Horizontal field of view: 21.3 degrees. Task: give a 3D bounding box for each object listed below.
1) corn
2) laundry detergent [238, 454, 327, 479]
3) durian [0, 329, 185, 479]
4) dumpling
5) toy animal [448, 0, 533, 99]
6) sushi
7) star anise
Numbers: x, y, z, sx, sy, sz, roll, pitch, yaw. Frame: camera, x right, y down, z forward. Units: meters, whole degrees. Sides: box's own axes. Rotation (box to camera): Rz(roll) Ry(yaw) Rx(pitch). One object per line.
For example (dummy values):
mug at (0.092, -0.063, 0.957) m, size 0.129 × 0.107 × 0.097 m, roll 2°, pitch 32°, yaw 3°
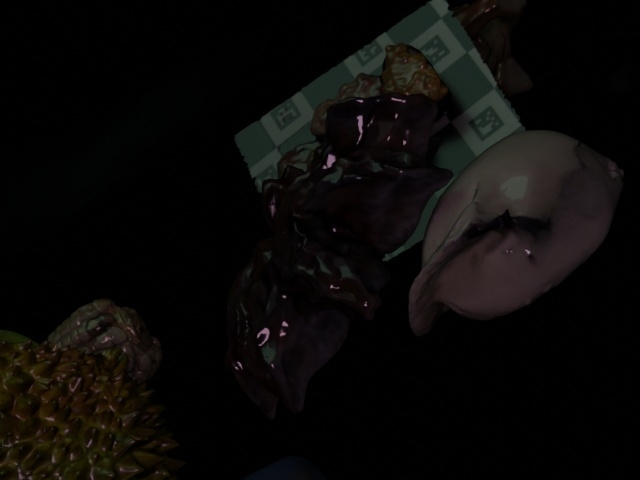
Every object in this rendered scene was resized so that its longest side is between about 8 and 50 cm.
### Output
corn at (-0.230, 0.129, 1.415) m, size 0.211 × 0.087 × 0.087 m, roll -35°, pitch 17°, yaw 9°
laundry detergent at (-0.117, 0.204, 0.797) m, size 0.289 × 0.094 × 0.143 m, roll -21°, pitch -28°, yaw -14°
durian at (-0.188, 0.158, 1.068) m, size 0.200 × 0.177 × 0.237 m, roll 1°, pitch -17°, yaw -15°
dumpling at (0.117, -0.005, 1.113) m, size 0.150 × 0.092 × 0.176 m, roll -38°, pitch 15°, yaw 46°
toy animal at (0.095, -0.123, 1.479) m, size 0.312 × 0.097 × 0.157 m, roll -46°, pitch 8°, yaw -24°
sushi at (0.037, -0.082, 1.336) m, size 0.215 × 0.050 × 0.192 m, roll -34°, pitch 56°, yaw 11°
star anise at (0.001, -0.001, 1.161) m, size 0.236 × 0.109 × 0.223 m, roll -58°, pitch -1°, yaw -14°
